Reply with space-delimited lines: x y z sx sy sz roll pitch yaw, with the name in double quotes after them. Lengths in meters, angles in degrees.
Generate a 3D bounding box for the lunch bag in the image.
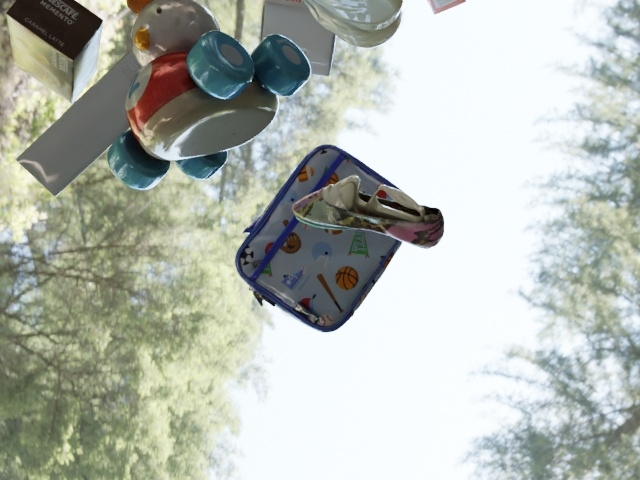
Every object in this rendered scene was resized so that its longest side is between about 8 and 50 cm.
0.000 0.000 1.318 0.243 0.115 0.303 36 -95 3 "lunch bag"

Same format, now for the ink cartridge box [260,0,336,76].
-0.030 -0.393 1.327 0.128 0.127 0.176 8 -133 -1 "ink cartridge box"

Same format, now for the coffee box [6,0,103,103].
-0.498 -0.370 1.433 0.141 0.246 0.098 34 -107 -12 "coffee box"

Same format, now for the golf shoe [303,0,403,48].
-0.027 -0.362 0.948 0.306 0.140 0.115 27 -101 1 "golf shoe"

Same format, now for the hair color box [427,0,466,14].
0.121 -0.339 0.867 0.043 0.072 0.141 -18 -99 17 "hair color box"

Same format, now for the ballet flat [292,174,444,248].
0.070 -0.049 1.084 0.221 0.079 0.077 14 -141 10 "ballet flat"

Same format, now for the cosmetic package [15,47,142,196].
-0.381 -0.244 1.385 0.284 0.377 0.097 -40 -72 5 "cosmetic package"

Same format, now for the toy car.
-0.179 -0.224 0.940 0.210 0.219 0.238 -18 -108 -54 "toy car"
